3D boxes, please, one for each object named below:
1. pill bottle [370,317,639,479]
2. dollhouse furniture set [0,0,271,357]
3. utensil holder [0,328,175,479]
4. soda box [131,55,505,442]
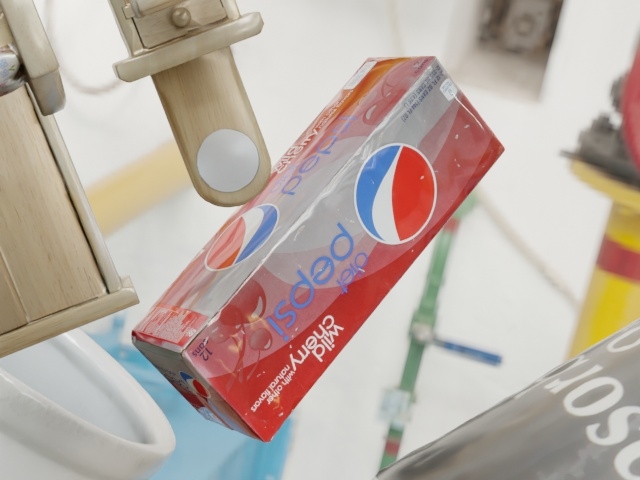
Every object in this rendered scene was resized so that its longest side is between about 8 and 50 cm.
[{"bbox_3d":[0.103,0.116,0.465,0.278,0.162,0.162,-30,28,-4],"label":"pill bottle"},{"bbox_3d":[-0.135,-0.015,0.632,0.303,0.174,0.355,-22,11,-7],"label":"dollhouse furniture set"},{"bbox_3d":[-0.363,0.219,1.233,0.327,0.385,0.327,38,1,-1],"label":"utensil holder"},{"bbox_3d":[0.000,0.000,0.984,0.092,0.263,0.083,50,-20,-27],"label":"soda box"}]
